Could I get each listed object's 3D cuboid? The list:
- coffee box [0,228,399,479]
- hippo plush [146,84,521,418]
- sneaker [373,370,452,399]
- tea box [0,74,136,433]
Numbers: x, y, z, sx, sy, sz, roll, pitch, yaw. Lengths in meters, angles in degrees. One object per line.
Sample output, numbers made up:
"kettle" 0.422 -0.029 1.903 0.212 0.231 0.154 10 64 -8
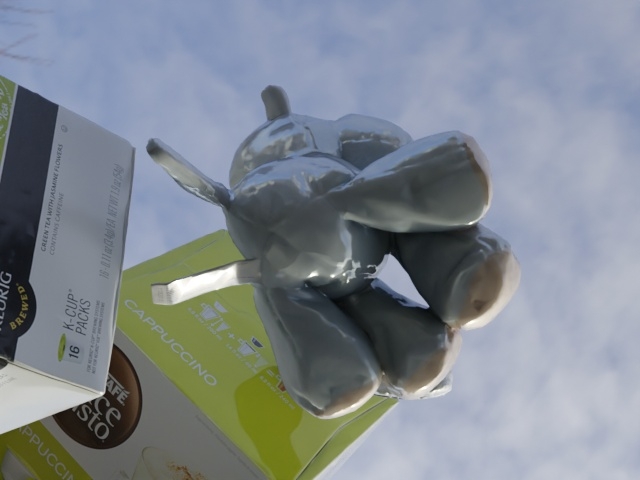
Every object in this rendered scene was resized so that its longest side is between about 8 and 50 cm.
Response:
"coffee box" -0.170 0.240 1.433 0.337 0.338 0.334 43 -64 10
"hippo plush" 0.000 0.000 0.970 0.294 0.236 0.234 -2 -71 -10
"sneaker" 0.052 0.107 1.282 0.232 0.090 0.115 16 -89 39
"tea box" -0.369 0.009 0.843 0.329 0.324 0.220 -23 -127 39
